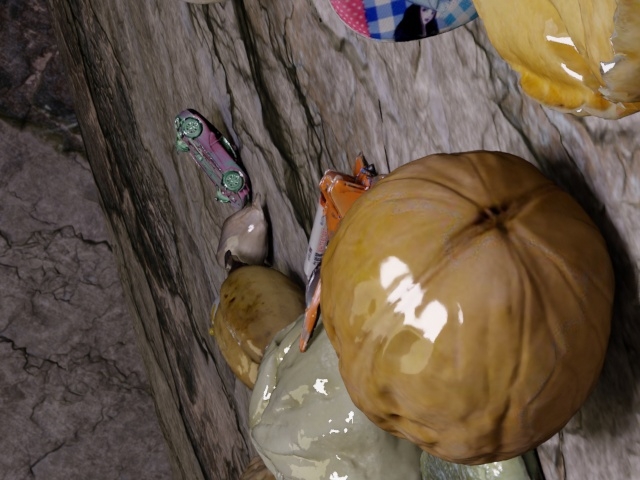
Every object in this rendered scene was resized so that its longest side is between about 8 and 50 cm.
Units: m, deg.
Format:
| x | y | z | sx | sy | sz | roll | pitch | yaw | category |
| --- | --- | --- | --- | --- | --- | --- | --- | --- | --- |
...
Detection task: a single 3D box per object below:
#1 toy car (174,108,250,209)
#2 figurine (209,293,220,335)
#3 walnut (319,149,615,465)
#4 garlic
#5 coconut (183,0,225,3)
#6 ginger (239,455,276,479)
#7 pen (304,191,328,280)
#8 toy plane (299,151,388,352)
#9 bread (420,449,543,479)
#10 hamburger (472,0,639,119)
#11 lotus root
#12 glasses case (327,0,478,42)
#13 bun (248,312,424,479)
| x | y | z | sx | sy | sz | roll | pitch | yaw | category |
| --- | --- | --- | --- | --- | --- | --- | --- | --- | --- |
| -0.130 | -0.102 | 2.115 | 0.142 | 0.055 | 0.069 | 52 | 163 | 3 | toy car |
| -0.095 | 0.087 | 2.177 | 0.143 | 0.068 | 0.101 | -8 | 93 | 63 | figurine |
| 0.095 | 0.047 | 1.124 | 0.222 | 0.195 | 0.195 | 84 | 165 | -59 | walnut |
| -0.096 | 0.000 | 2.072 | 0.152 | 0.066 | 0.084 | 136 | 119 | -77 | garlic |
| -0.111 | -0.306 | 1.579 | 0.183 | 0.171 | 0.171 | 108 | 145 | -80 | coconut |
| -0.029 | 0.439 | 2.163 | 0.190 | 0.126 | 0.354 | 116 | 139 | -52 | ginger |
| 0.000 | 0.000 | 1.773 | 0.218 | 0.026 | 0.026 | 105 | 147 | -65 | pen |
| 0.021 | 0.016 | 1.574 | 0.135 | 0.062 | 0.188 | -138 | 55 | -65 | toy plane |
| 0.143 | 0.225 | 1.402 | 0.286 | 0.056 | 0.207 | -130 | 26 | -57 | bread |
| 0.140 | -0.199 | 0.761 | 0.259 | 0.144 | 0.283 | -128 | 21 | -67 | hamburger |
| -0.063 | 0.094 | 1.947 | 0.125 | 0.118 | 0.221 | -60 | 34 | 25 | lotus root |
| 0.032 | -0.292 | 1.113 | 0.076 | 0.125 | 0.327 | -177 | 72 | -75 | glasses case |
| 0.012 | 0.182 | 1.654 | 0.259 | 0.160 | 0.259 | 168 | 90 | -76 | bun |
